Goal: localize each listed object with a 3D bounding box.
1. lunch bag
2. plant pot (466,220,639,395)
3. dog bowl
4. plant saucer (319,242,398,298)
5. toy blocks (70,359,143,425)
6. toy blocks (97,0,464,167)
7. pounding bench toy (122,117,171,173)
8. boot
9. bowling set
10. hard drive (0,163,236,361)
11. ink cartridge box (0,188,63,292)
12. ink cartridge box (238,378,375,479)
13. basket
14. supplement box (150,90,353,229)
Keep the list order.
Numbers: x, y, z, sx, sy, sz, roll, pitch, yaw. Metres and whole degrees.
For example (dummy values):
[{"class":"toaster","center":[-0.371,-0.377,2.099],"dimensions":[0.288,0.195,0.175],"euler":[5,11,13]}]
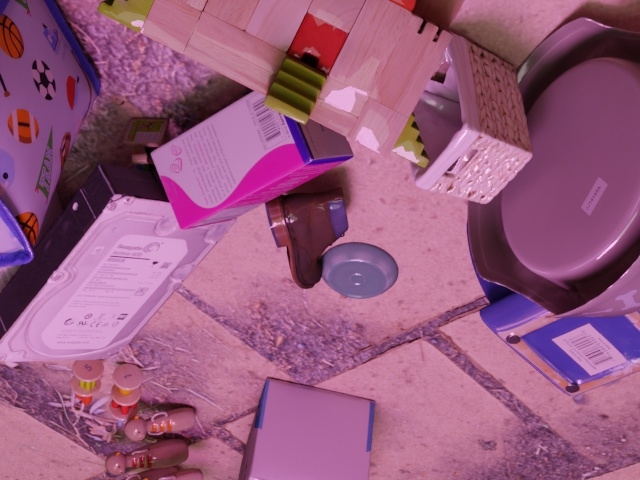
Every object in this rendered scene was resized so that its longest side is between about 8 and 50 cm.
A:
[{"class":"lunch bag","center":[-0.430,-0.201,1.146],"dimensions":[0.239,0.328,0.385],"euler":[-11,130,16]},{"class":"plant pot","center":[0.346,0.058,1.379],"dimensions":[0.236,0.212,0.236],"euler":[-30,125,33]},{"class":"dog bowl","center":[0.307,-0.073,1.167],"dimensions":[0.102,0.349,0.349],"euler":[14,138,-26]},{"class":"plant saucer","center":[0.055,0.051,1.557],"dimensions":[0.119,0.021,0.119],"euler":[5,136,4]},{"class":"toy blocks","center":[-0.376,0.270,1.835],"dimensions":[0.123,0.054,0.148],"euler":[13,137,-5]},{"class":"toy blocks","center":[0.002,-0.272,1.092],"dimensions":[0.381,0.191,0.261],"euler":[26,106,-7]},{"class":"pounding bench toy","center":[-0.228,-0.111,1.386],"dimensions":[0.052,0.083,0.065],"euler":[2,136,7]},{"class":"boot","center":[0.000,0.000,1.464],"dimensions":[0.106,0.082,0.219],"euler":[-14,150,6]},{"class":"bowling set","center":[-0.296,0.447,1.885],"dimensions":[0.154,0.200,0.287],"euler":[-7,139,-23]},{"class":"hard drive","center":[-0.291,0.044,1.443],"dimensions":[0.339,0.064,0.237],"euler":[-47,150,24]},{"class":"ink cartridge box","center":[-0.526,0.014,1.514],"dimensions":[0.306,0.131,0.226],"euler":[5,147,2]},{"class":"ink cartridge box","center":[-0.037,0.410,1.824],"dimensions":[0.197,0.198,0.270],"euler":[13,138,-5]},{"class":"basket","center":[0.172,-0.140,1.232],"dimensions":[0.103,0.167,0.113],"euler":[16,138,-23]},{"class":"supplement box","center":[-0.088,-0.108,1.317],"dimensions":[0.220,0.114,0.111],"euler":[-25,84,30]}]
